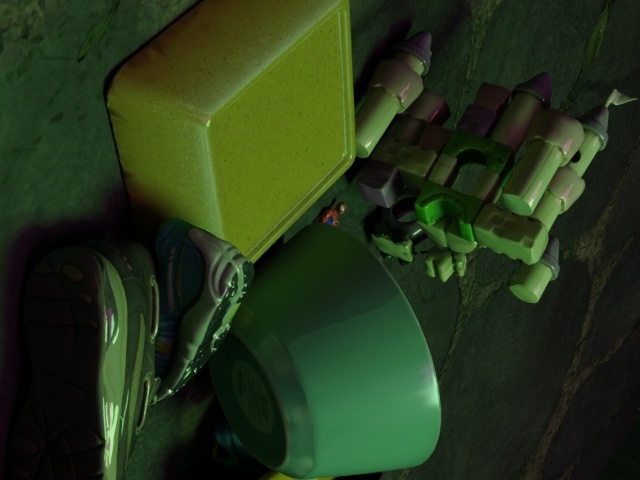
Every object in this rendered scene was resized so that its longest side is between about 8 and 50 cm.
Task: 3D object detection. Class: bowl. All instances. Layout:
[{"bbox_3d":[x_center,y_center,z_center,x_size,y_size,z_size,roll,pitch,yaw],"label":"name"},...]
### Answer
[{"bbox_3d":[-0.018,0.150,1.509,0.163,0.311,0.311,-22,135,-28],"label":"bowl"}]

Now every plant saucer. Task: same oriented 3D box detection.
[{"bbox_3d":[-0.063,-0.117,1.381,0.333,0.081,0.333,-47,149,-33],"label":"plant saucer"}]

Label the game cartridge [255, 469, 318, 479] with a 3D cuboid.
[{"bbox_3d":[-0.054,0.336,1.720,0.324,0.052,0.285,-31,165,-51],"label":"game cartridge"}]

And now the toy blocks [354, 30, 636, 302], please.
[{"bbox_3d":[0.218,-0.116,1.676,0.260,0.289,0.309,-58,153,-22],"label":"toy blocks"}]

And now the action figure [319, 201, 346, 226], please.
[{"bbox_3d":[0.000,0.000,1.663,0.115,0.030,0.038,-61,149,-11],"label":"action figure"}]

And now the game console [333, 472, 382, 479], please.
[{"bbox_3d":[-0.060,0.457,1.886,0.361,0.044,0.213,-30,158,-41],"label":"game console"}]

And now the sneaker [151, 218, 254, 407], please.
[{"bbox_3d":[-0.152,0.076,1.359,0.107,0.110,0.275,-47,170,-44],"label":"sneaker"}]

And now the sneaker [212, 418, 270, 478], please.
[{"bbox_3d":[-0.100,0.268,1.697,0.082,0.069,0.209,-12,157,-3],"label":"sneaker"}]

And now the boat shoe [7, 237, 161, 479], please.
[{"bbox_3d":[-0.214,0.159,1.293,0.130,0.132,0.355,-27,137,-51],"label":"boat shoe"}]
